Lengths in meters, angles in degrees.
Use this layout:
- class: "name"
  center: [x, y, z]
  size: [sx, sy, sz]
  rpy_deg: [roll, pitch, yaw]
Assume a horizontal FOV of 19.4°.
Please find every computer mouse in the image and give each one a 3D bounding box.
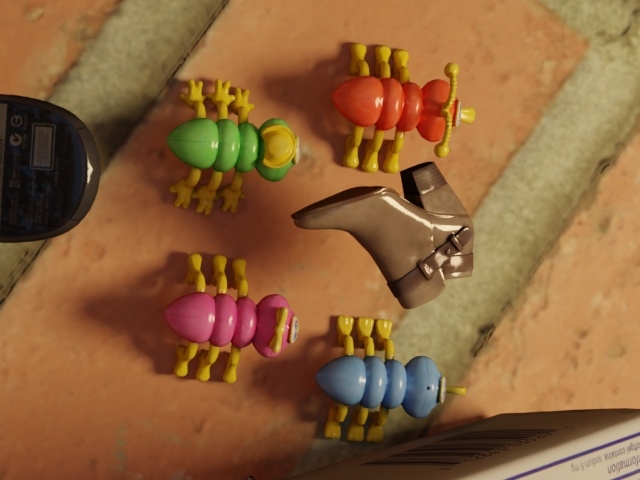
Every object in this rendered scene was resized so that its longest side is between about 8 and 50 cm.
- class: "computer mouse"
  center: [-0.273, -0.090, 1.215]
  size: [0.262, 0.060, 0.184]
  rpy_deg: [-1, 94, -1]

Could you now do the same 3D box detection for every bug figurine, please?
- class: "bug figurine"
  center: [0.000, 0.000, 1.264]
  size: [0.216, 0.072, 0.279]
  rpy_deg: [3, 89, -12]

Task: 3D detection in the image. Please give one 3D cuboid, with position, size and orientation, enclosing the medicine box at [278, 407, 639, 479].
- class: "medicine box"
  center: [0.109, 0.274, 1.189]
  size: [0.263, 0.149, 0.289]
  rpy_deg: [-11, 93, -45]

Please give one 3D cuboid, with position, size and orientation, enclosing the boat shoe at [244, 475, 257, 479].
- class: "boat shoe"
  center: [0.013, 0.230, 1.268]
  size: [0.183, 0.065, 0.083]
  rpy_deg: [26, 85, -10]

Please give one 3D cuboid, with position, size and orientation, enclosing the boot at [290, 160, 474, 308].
- class: "boot"
  center: [0.046, 0.003, 1.218]
  size: [0.118, 0.042, 0.087]
  rpy_deg: [-19, 103, -15]
